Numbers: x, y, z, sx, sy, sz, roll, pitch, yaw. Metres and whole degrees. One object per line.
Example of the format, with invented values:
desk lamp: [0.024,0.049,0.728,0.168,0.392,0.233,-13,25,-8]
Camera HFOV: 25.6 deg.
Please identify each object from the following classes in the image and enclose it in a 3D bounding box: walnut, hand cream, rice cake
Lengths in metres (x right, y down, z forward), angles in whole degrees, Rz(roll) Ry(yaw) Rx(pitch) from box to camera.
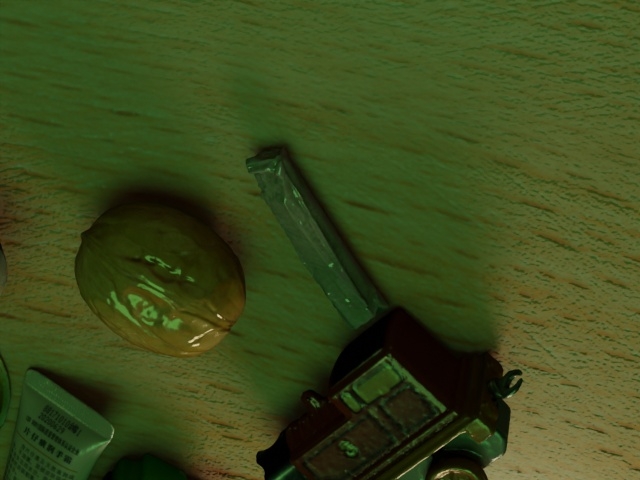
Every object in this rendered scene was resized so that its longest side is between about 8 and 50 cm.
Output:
walnut: [-0.181,0.043,1.597,0.206,0.159,0.159,30,119,-17]
hand cream: [-0.367,0.313,1.814,0.139,0.089,0.314,34,123,13]
rice cake: [0.000,0.001,1.623,0.055,0.049,0.270,-13,124,36]

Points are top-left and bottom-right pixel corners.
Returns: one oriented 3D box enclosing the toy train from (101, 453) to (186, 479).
toy train: [-0.229,0.399,1.824,0.188,0.132,0.243,31,103,-14]

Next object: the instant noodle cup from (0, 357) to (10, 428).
instant noodle cup: [-0.525,0.227,1.698,0.264,0.200,0.264,2,122,2]

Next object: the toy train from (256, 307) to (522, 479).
toy train: [0.082,0.240,1.712,0.369,0.163,0.231,-40,100,24]

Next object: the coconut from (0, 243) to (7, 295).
coconut: [-0.466,0.040,1.558,0.244,0.239,0.239,-3,123,11]
